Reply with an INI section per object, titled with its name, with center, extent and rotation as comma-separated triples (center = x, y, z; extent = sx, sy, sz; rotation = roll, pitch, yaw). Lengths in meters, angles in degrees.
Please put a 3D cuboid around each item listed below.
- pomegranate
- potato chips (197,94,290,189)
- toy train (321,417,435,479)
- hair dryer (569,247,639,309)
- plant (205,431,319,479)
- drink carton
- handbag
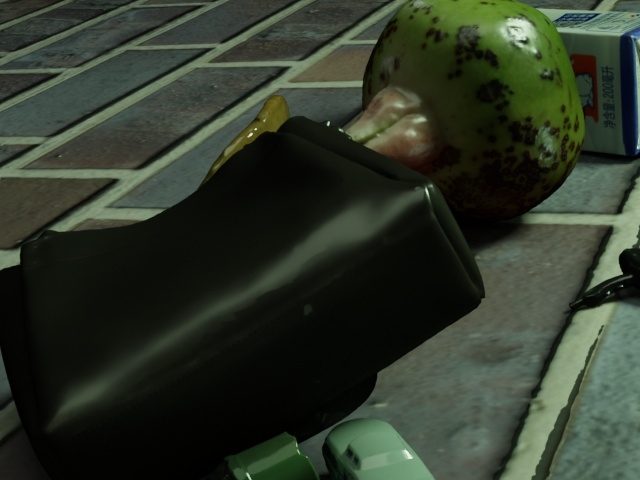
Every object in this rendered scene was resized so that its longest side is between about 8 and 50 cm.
[pomegranate]
center = 0.109, -0.106, 1.176
extent = 0.248, 0.214, 0.214
rotation = -27, 28, -37
[potato chips]
center = -0.073, -0.031, 1.144
extent = 0.062, 0.195, 0.208
rotation = 35, 3, 2
[toy train]
center = 0.044, 0.147, 0.731
extent = 0.043, 0.047, 0.207
rotation = -10, 21, -14
[hair dryer]
center = 0.229, 0.040, 1.011
extent = 0.083, 0.031, 0.079
rotation = -26, 33, -11
[plant]
center = -0.052, 0.149, 0.757
extent = 0.102, 0.051, 0.051
rotation = -27, 25, -15
[drink carton]
center = 0.227, -0.177, 1.445
extent = 0.315, 0.131, 0.106
rotation = 12, 25, 44
[handbag]
center = -0.068, 0.030, 0.872
extent = 0.285, 0.113, 0.257
rotation = -30, 34, -8
